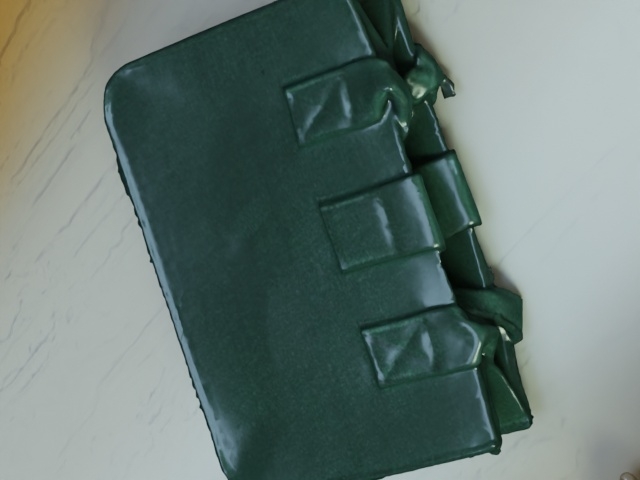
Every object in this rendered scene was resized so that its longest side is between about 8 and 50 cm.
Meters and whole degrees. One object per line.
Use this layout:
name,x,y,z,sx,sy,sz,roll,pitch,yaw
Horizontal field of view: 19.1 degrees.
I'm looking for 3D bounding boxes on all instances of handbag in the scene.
handbag,0.000,0.000,1.282,0.238,0.089,0.326,-16,92,37

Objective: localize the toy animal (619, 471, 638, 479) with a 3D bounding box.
toy animal,0.205,0.183,1.190,0.082,0.091,0.114,40,125,37
